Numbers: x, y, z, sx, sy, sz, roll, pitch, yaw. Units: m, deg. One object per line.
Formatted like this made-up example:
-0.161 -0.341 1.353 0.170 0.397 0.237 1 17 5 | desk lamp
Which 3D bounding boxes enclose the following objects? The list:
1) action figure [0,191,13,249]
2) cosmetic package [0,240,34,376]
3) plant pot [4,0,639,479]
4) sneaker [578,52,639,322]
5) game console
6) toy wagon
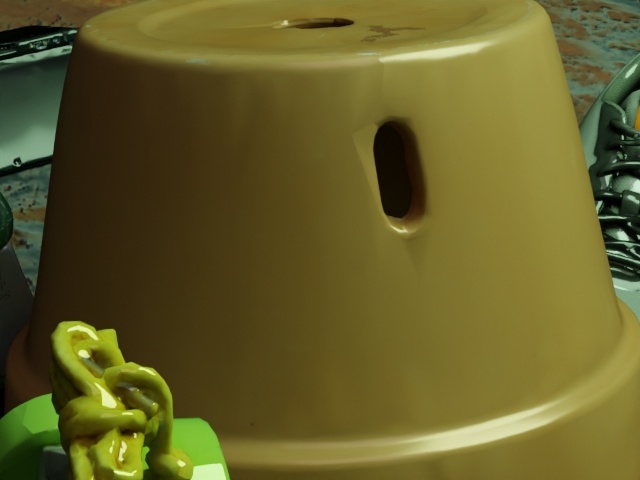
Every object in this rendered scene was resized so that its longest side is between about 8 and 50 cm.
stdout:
-0.249 -0.015 0.767 0.232 0.063 0.137 3 48 9 | action figure
-0.230 -0.021 0.858 0.117 0.085 0.231 -25 48 -11 | cosmetic package
0.000 0.000 0.740 0.291 0.203 0.291 -2 16 1 | plant pot
0.167 -0.019 0.956 0.100 0.108 0.271 18 41 6 | sneaker
-0.198 -0.084 1.024 0.122 0.071 0.107 -17 17 -31 | game console
-0.054 0.168 0.489 0.068 0.344 0.267 -1 41 -17 | toy wagon
